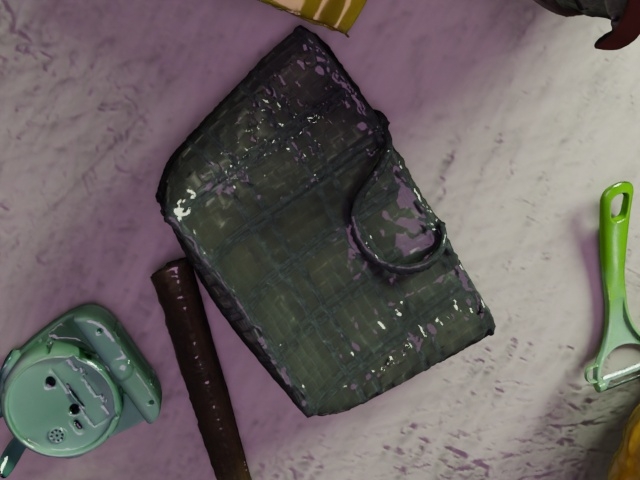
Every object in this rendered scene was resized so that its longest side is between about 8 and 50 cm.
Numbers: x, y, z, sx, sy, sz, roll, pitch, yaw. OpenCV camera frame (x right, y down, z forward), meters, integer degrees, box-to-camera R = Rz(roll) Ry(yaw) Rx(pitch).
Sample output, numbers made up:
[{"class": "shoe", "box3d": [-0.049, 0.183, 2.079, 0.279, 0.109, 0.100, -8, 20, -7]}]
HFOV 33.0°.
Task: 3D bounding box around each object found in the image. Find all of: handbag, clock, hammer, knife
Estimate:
[{"class": "handbag", "box3d": [0.000, 0.000, 0.770, 0.175, 0.089, 0.270, -34, 106, -6]}, {"class": "clock", "box3d": [-0.192, 0.118, 0.798, 0.135, 0.041, 0.101, -32, 108, 4]}, {"class": "hammer", "box3d": [-0.076, 0.151, 0.831, 0.125, 0.027, 0.297, -16, 107, -1]}, {"class": "knife", "box3d": [0.228, 0.034, 0.831, 0.078, 0.022, 0.166, -18, 109, -26]}]

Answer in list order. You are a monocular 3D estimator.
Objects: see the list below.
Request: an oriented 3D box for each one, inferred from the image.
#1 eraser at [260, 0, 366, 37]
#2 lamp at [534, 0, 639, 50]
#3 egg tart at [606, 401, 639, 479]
[{"class": "eraser", "box3d": [-0.013, -0.258, 0.692, 0.158, 0.069, 0.226, 19, 104, -9]}, {"class": "lamp", "box3d": [0.189, -0.257, 0.640, 0.233, 0.233, 0.265, -13, 122, -3]}, {"class": "egg tart", "box3d": [0.343, 0.171, 0.833, 0.319, 0.128, 0.319, -4, 109, -12]}]
